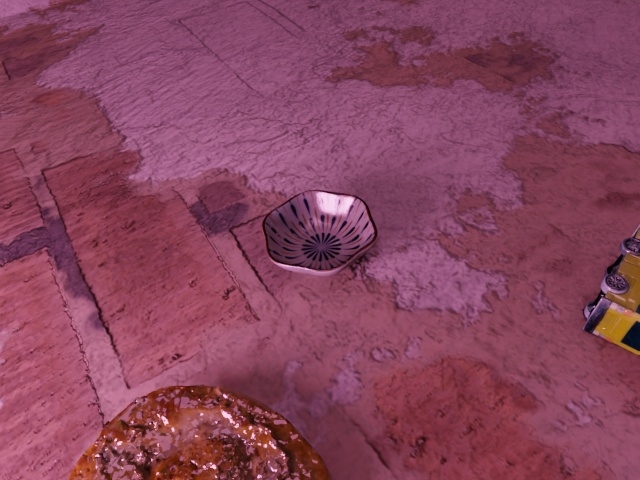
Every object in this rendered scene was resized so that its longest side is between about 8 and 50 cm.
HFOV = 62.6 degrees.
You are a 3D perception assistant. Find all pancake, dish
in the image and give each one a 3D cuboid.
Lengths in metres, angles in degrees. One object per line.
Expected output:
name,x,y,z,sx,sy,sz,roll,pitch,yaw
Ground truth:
pancake,-0.143,0.326,0.563,0.357,0.065,0.356,-3,46,4
dish,0.000,0.000,0.858,0.191,0.066,0.190,-4,45,4

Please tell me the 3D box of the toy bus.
toy bus,0.453,0.066,0.745,0.101,0.088,0.175,29,57,26
